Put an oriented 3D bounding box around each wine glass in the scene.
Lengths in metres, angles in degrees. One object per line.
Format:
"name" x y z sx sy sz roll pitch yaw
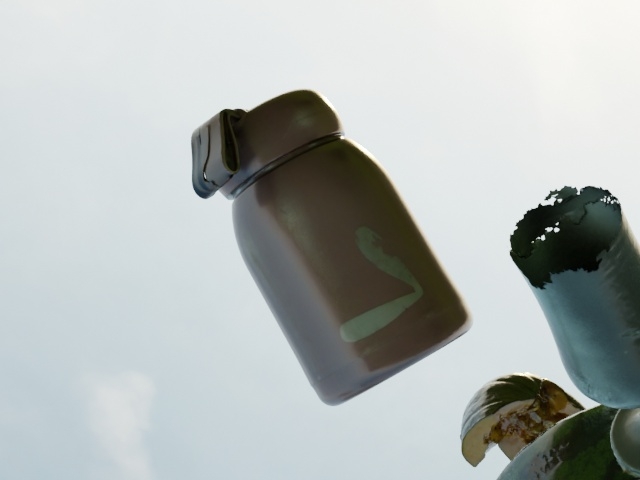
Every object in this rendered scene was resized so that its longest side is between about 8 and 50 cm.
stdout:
"wine glass" 0.081 0.023 0.322 0.083 0.042 0.039 56 -174 -30

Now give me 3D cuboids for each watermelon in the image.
"watermelon" 0.170 0.164 0.725 0.119 0.245 0.063 25 -152 -27

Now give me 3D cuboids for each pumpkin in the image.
"pumpkin" 0.249 0.220 1.462 0.184 0.119 0.107 26 -152 -20

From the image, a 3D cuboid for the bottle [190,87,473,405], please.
"bottle" 0.000 0.000 1.176 0.206 0.173 0.296 -21 -99 -53
